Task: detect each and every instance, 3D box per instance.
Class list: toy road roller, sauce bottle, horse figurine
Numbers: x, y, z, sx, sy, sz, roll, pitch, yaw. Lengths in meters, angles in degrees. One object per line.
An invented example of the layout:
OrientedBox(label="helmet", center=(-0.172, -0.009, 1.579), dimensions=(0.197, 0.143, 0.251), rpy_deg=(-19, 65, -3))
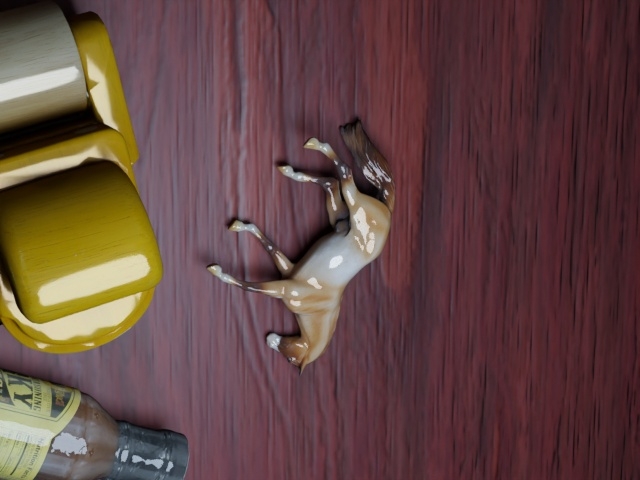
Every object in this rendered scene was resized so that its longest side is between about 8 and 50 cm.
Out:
OrientedBox(label="toy road roller", center=(-0.260, -0.052, 1.661), dimensions=(0.202, 0.240, 0.329), rpy_deg=(-18, 107, -18))
OrientedBox(label="sauce bottle", center=(-0.303, 0.193, 1.771), dimensions=(0.344, 0.111, 0.111), rpy_deg=(17, 94, -26))
OrientedBox(label="horse figurine", center=(0.000, 0.000, 1.873), dimensions=(0.174, 0.066, 0.263), rpy_deg=(38, 88, -18))
